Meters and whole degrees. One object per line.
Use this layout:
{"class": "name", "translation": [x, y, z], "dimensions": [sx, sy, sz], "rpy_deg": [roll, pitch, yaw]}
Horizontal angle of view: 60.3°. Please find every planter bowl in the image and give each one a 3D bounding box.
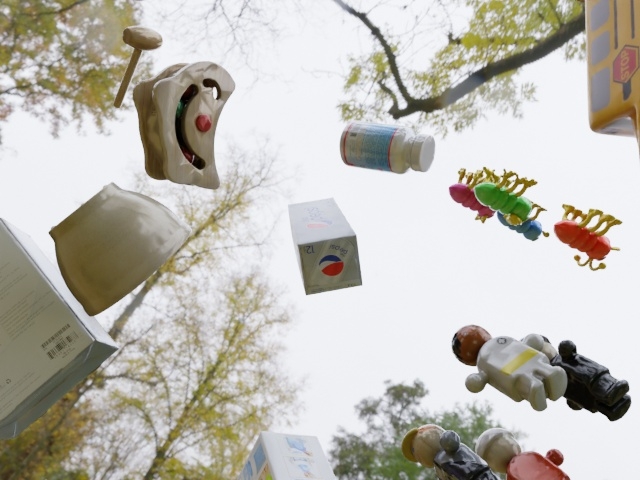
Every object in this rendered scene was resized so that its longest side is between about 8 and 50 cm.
{"class": "planter bowl", "translation": [-0.255, -0.003, 0.674], "dimensions": [0.162, 0.162, 0.109], "rpy_deg": [-20, -66, 44]}

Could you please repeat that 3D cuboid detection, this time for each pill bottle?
{"class": "pill bottle", "translation": [0.120, -0.166, 0.994], "dimensions": [0.160, 0.087, 0.087], "rpy_deg": [15, -41, 33]}

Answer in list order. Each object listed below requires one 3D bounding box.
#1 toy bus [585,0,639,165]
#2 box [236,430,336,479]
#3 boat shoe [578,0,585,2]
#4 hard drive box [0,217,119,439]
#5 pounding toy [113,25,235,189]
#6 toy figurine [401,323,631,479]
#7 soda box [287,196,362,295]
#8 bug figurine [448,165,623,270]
{"class": "toy bus", "translation": [0.313, -0.204, 0.487], "dimensions": [0.108, 0.332, 0.130], "rpy_deg": [4, -8, -11]}
{"class": "box", "translation": [-0.036, 0.388, 0.780], "dimensions": [0.103, 0.203, 0.114], "rpy_deg": [16, -71, -28]}
{"class": "boat shoe", "translation": [0.350, -0.403, 0.810], "dimensions": [0.207, 0.073, 0.073], "rpy_deg": [23, -32, 30]}
{"class": "hard drive box", "translation": [-0.422, 0.115, 0.740], "dimensions": [0.232, 0.181, 0.089], "rpy_deg": [46, -11, 14]}
{"class": "pounding toy", "translation": [-0.247, -0.224, 0.947], "dimensions": [0.155, 0.154, 0.269], "rpy_deg": [13, -65, 42]}
{"class": "toy figurine", "translation": [0.222, 0.205, 0.643], "dimensions": [0.210, 0.213, 0.148], "rpy_deg": [16, 7, -31]}
{"class": "soda box", "translation": [0.000, 0.000, 0.992], "dimensions": [0.098, 0.286, 0.091], "rpy_deg": [-10, -73, -4]}
{"class": "bug figurine", "translation": [0.307, -0.039, 0.840], "dimensions": [0.216, 0.072, 0.279], "rpy_deg": [27, 5, -8]}
